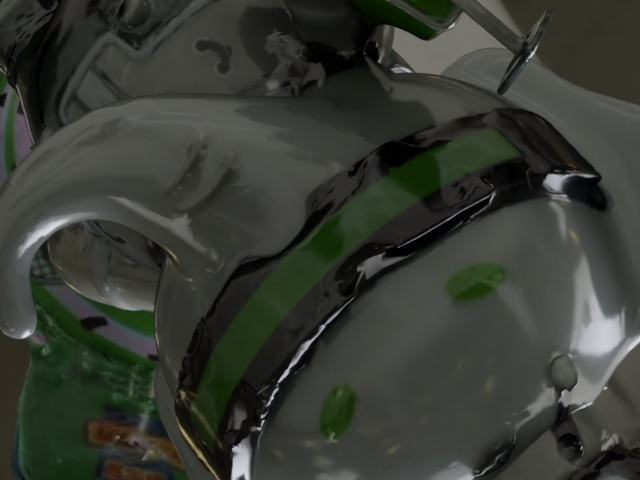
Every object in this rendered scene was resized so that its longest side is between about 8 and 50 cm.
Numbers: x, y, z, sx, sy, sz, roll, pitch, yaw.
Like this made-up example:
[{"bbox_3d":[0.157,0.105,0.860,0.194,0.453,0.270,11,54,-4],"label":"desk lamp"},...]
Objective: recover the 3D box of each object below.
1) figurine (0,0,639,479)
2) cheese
[{"bbox_3d":[0.000,0.000,0.425,0.147,0.192,0.126,-50,158,14],"label":"figurine"},{"bbox_3d":[-0.064,0.019,0.834,0.083,0.204,0.320,-31,-134,53],"label":"cheese"}]
